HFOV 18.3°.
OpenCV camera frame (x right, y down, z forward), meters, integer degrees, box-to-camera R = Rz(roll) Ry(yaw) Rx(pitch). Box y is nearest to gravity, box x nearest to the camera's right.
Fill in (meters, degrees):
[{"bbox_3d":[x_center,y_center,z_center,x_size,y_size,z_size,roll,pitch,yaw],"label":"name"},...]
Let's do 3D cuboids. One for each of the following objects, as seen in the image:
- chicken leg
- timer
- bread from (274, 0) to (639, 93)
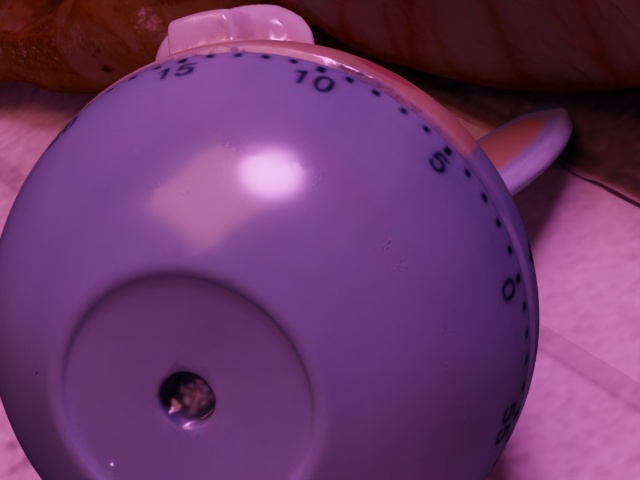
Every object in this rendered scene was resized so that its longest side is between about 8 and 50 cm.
[{"bbox_3d":[-0.108,-0.109,0.866,0.207,0.101,0.085,-12,6,34],"label":"chicken leg"},{"bbox_3d":[-0.008,-0.010,0.612,0.175,0.175,0.255,-11,37,21],"label":"timer"},{"bbox_3d":[0.035,-0.203,0.688,0.295,0.327,0.114,-8,34,53],"label":"bread"}]
